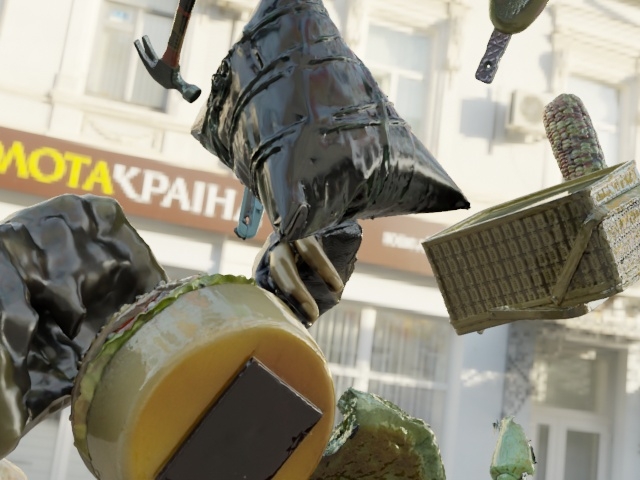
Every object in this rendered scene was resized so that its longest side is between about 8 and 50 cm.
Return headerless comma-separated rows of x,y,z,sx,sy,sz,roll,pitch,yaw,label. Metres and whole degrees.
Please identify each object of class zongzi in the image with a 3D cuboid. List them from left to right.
0.031,-0.140,1.418,0.362,0.383,0.319,5,-45,-38,zongzi

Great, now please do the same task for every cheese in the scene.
0.271,-0.318,1.485,0.097,0.192,0.037,29,17,30,cheese

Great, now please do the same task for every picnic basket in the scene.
0.348,0.019,1.567,0.313,0.175,0.228,-20,3,41,picnic basket

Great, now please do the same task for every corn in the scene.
0.464,-0.149,1.838,0.086,0.253,0.086,-10,-28,-6,corn

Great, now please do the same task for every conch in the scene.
0.395,0.432,2.101,0.105,0.170,0.079,-21,-40,34,conch

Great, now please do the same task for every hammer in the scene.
-0.178,-0.317,1.378,0.111,0.033,0.288,35,-45,7,hammer

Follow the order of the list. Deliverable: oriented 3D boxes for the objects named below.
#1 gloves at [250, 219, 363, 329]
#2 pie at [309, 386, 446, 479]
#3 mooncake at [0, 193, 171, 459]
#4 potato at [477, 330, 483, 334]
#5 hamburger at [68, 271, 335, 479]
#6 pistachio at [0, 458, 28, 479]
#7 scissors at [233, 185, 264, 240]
-0.042,0.076,1.548,0.152,0.197,0.301,16,30,6,gloves
0.030,0.337,1.348,0.302,0.302,0.067,12,15,-22,pie
-0.343,0.097,1.129,0.393,0.246,0.394,-32,2,-19,mooncake
0.415,0.079,2.278,0.261,0.120,0.100,-38,-47,7,potato
-0.127,0.174,1.131,0.300,0.300,0.176,17,6,-36,hamburger
-0.585,0.423,1.554,0.229,0.238,0.321,-25,-9,34,pistachio
-0.108,-0.184,1.981,0.180,0.393,0.032,14,-21,-5,scissors
